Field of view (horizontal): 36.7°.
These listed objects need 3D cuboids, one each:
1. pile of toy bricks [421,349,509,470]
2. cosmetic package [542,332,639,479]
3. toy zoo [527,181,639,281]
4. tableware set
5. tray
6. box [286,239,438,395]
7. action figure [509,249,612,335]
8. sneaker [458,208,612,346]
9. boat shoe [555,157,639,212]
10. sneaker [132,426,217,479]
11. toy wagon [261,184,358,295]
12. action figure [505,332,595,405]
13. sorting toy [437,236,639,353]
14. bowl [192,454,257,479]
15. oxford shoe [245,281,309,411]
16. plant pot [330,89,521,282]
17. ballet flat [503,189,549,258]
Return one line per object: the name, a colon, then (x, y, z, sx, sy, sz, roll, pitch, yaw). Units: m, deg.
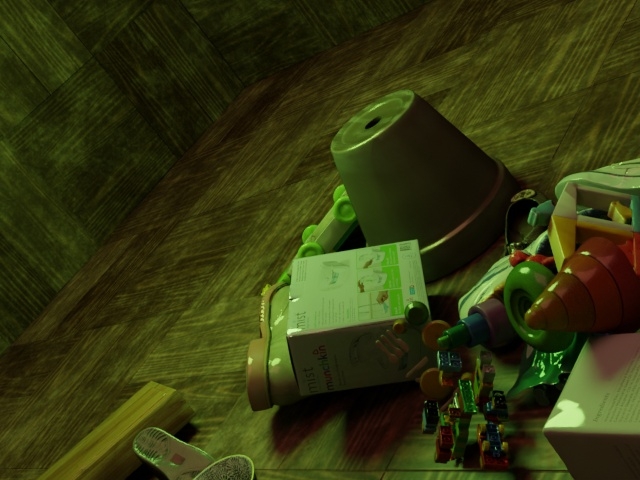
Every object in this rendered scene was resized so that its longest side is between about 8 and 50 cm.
pile of toy bricks: (0.191, 0.250, 1.314, 0.118, 0.105, 0.212, 5, 34, -2)
cosmetic package: (0.373, 0.201, 1.039, 0.184, 0.151, 0.151, -10, 34, 49)
toy zoo: (0.421, 0.002, 1.276, 0.293, 0.030, 0.192, 12, 37, 7)
tableware set: (0.167, 0.170, 1.444, 0.104, 0.154, 0.024, -47, -8, 14)
tray: (-0.446, 0.441, 1.880, 0.411, 0.076, 0.203, -42, 13, -20)
box: (0.067, 0.121, 1.608, 0.231, 0.126, 0.262, -10, 26, 5)
action figure: (0.376, 0.071, 1.283, 0.139, 0.091, 0.280, -29, 42, -22)
sneaker: (0.333, 0.037, 1.493, 0.296, 0.112, 0.131, -35, 15, -2)
boat shoe: (0.496, -0.088, 1.509, 0.088, 0.096, 0.267, -46, 23, -29)
sneaker: (-0.222, 0.412, 1.672, 0.222, 0.118, 0.083, 29, 65, 35)
toy wagon: (0.000, 0.000, 2.070, 0.344, 0.068, 0.267, -52, 4, 8)
action figure: (0.345, 0.125, 1.356, 0.137, 0.063, 0.232, -21, 31, 41)
sorting toy: (0.250, 0.099, 1.223, 0.126, 0.127, 0.365, -20, -6, -22)
bowl: (-0.149, 0.426, 1.508, 0.170, 0.080, 0.170, -32, 23, 15)
oxford shoe: (-0.043, 0.193, 1.801, 0.147, 0.140, 0.397, -5, 25, 6)
plant pot: (0.174, -0.122, 1.835, 0.323, 0.280, 0.323, -32, 21, 14)
ballet flat: (0.348, -0.024, 1.660, 0.084, 0.058, 0.250, -24, 25, 30)
